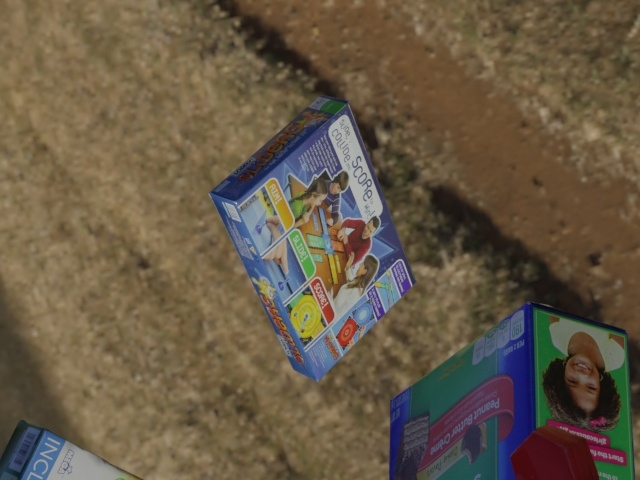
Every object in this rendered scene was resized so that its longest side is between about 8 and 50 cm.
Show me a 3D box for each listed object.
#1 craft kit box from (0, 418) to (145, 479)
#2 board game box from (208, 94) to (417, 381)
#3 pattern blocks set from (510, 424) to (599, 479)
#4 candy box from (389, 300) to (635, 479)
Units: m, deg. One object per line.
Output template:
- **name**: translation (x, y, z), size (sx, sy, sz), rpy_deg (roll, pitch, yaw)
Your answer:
- **craft kit box**: translation (-0.169, 0.294, 0.986), size (0.061, 0.246, 0.250), rpy_deg (2, 62, 56)
- **board game box**: translation (0.000, 0.000, 1.115), size (0.035, 0.136, 0.201), rpy_deg (20, 143, 43)
- **pattern blocks set**: translation (0.196, 0.267, 0.641), size (0.285, 0.026, 0.325), rpy_deg (13, 109, 44)
- **candy box**: translation (0.165, 0.257, 1.220), size (0.268, 0.122, 0.317), rpy_deg (134, 144, -53)
